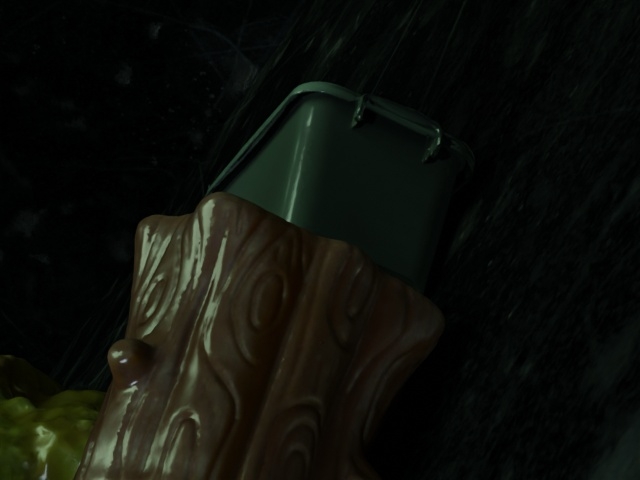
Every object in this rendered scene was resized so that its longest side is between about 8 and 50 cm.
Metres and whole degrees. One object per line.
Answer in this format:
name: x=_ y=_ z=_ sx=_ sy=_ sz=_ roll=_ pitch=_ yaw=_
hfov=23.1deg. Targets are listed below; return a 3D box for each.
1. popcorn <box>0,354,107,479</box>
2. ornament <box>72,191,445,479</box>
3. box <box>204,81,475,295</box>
popcorn: x=-0.182 y=0.234 z=1.187 sx=0.321 sy=0.325 sz=0.290 roll=-33 pitch=-40 yaw=-52
ornament: x=-0.048 y=0.124 z=1.027 sx=0.235 sy=0.221 sz=0.218 roll=84 pitch=-160 yaw=-52
box: x=0.000 y=0.000 z=1.246 sx=0.243 sy=0.163 sz=0.135 roll=-41 pitch=29 yaw=54
